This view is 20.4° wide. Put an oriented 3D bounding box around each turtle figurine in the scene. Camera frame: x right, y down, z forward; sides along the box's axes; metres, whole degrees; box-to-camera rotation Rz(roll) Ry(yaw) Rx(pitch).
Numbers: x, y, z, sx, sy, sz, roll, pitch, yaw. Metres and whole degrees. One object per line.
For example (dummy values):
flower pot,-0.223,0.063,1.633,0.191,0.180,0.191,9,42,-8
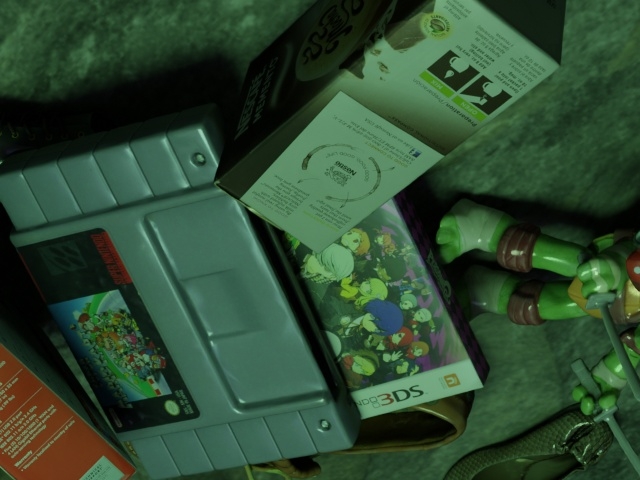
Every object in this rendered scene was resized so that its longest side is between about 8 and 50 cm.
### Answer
turtle figurine,0.224,0.076,1.594,0.266,0.274,0.198,14,173,29

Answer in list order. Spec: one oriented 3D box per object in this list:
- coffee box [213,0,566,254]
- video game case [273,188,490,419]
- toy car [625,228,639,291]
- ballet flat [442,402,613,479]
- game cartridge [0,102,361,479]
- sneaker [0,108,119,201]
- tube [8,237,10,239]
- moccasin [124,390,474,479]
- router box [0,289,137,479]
coffee box,0.057,-0.143,1.455,0.119,0.168,0.297,34,130,-21
video game case,0.016,0.059,1.644,0.210,0.042,0.232,-17,110,24
toy car,0.357,-0.078,1.483,0.239,0.053,0.225,-19,118,-29
ballet flat,0.214,0.250,1.891,0.084,0.058,0.250,37,130,-23
game cartridge,-0.131,0.060,1.618,0.230,0.068,0.355,-15,117,20
sneaker,-0.277,-0.102,1.640,0.222,0.083,0.118,36,114,-17
tube,-0.204,0.031,1.769,0.207,0.052,0.080,35,120,-15
moccasin,-0.029,0.182,1.808,0.380,0.147,0.139,-5,134,15
router box,-0.340,0.082,1.658,0.082,0.335,0.301,-43,121,-3
